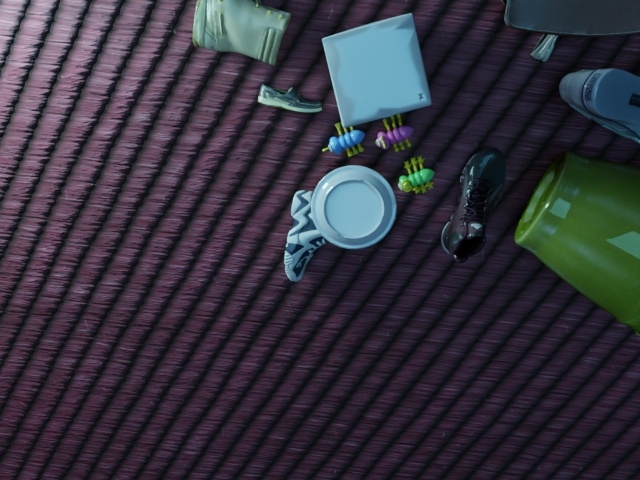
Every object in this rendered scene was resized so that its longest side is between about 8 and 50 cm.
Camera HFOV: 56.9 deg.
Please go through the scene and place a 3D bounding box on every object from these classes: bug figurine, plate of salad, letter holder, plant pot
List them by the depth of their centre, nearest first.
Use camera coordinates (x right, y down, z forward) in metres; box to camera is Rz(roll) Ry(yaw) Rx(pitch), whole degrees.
[{"bbox_3d":[0.528,-0.536,1.220,0.302,0.152,0.214,3,111,3],"label":"letter holder"},{"bbox_3d":[0.643,-0.022,1.305,0.353,0.366,0.366,27,109,6],"label":"plant pot"},{"bbox_3d":[0.078,-0.078,1.384,0.200,0.048,0.199,1,105,3],"label":"plate of salad"},{"bbox_3d":[0.146,-0.172,1.406,0.216,0.072,0.279,-25,105,11],"label":"bug figurine"}]

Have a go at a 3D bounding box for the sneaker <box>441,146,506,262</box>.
[{"bbox_3d":[0.373,-0.070,1.379,0.107,0.162,0.281,15,109,-2],"label":"sneaker"}]

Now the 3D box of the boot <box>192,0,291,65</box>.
[{"bbox_3d":[-0.160,-0.532,1.289,0.204,0.095,0.261,15,111,-1],"label":"boot"}]

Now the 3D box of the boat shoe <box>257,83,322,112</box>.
[{"bbox_3d":[-0.070,-0.331,1.373,0.152,0.056,0.049,9,114,0],"label":"boat shoe"}]

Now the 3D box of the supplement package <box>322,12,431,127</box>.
[{"bbox_3d":[0.113,-0.358,1.228,0.178,0.293,0.175,-13,108,7],"label":"supplement package"}]

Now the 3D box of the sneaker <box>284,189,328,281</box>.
[{"bbox_3d":[0.000,0.000,1.461,0.153,0.094,0.234,10,99,9],"label":"sneaker"}]

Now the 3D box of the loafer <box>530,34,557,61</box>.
[{"bbox_3d":[0.508,-0.460,1.303,0.039,0.045,0.125,21,112,3],"label":"loafer"}]

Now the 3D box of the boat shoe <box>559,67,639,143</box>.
[{"bbox_3d":[0.661,-0.296,1.306,0.367,0.156,0.135,6,107,-29],"label":"boat shoe"}]
